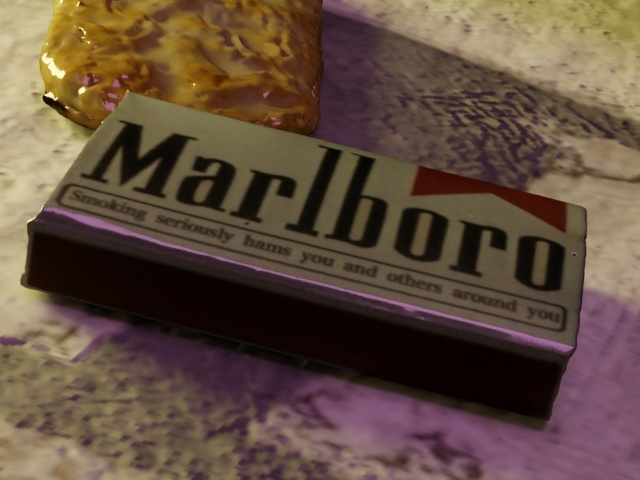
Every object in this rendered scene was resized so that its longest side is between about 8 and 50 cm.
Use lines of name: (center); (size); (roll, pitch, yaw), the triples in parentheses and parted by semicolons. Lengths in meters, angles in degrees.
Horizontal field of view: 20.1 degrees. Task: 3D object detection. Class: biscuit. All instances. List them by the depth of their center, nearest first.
biscuit: (-0.055, -0.099, 0.784); (0.118, 0.029, 0.247); (10, 28, -6)

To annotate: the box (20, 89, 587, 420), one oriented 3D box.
box: (0.000, 0.000, 0.616); (0.177, 0.036, 0.115); (14, 27, 3)
